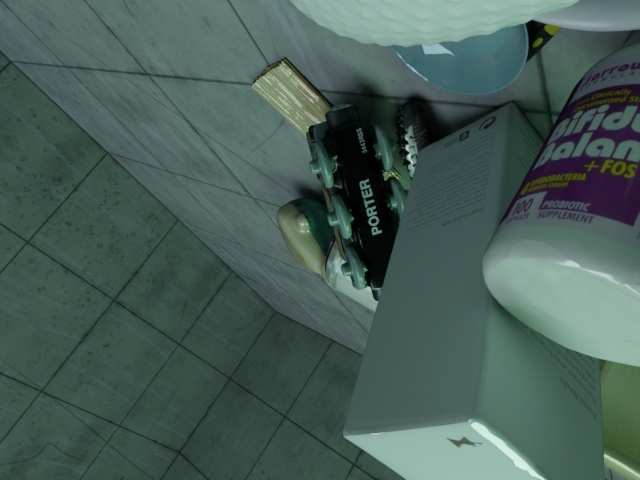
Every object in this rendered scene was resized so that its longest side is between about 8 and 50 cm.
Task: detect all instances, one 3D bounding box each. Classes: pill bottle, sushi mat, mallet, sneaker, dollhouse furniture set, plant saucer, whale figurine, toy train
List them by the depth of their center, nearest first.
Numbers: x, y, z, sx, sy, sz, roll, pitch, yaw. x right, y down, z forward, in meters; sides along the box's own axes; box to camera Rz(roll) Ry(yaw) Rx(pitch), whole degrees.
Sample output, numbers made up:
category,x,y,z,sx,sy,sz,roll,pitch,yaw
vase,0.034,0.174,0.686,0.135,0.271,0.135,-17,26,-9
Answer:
category,x,y,z,sx,sy,sz,roll,pitch,yaw
pill bottle,0.277,-0.060,0.451,0.169,0.301,0.169,30,162,11
mallet,0.250,-0.218,0.543,0.062,0.039,0.189,36,167,6
plant saucer,0.154,-0.253,0.603,0.195,0.037,0.195,34,164,11
sneaker,0.188,-0.122,0.843,0.078,0.106,0.234,-96,-12,-57
toy train,0.068,-0.064,0.893,0.190,0.142,0.334,-127,20,-75
sushi mat,0.007,-0.214,1.017,0.316,0.019,0.151,41,163,-21
dollhouse furniture set,0.570,0.343,1.075,0.362,0.256,0.394,30,162,16
whale figurine,0.000,0.000,1.318,0.272,0.141,0.216,48,163,41

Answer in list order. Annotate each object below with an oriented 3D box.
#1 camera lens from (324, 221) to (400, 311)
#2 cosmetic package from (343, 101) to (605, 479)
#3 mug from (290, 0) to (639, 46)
category,x,y,z,sx,sy,sz,roll,pitch,yaw
camera lens,0.163,0.052,1.100,0.274,0.219,0.219,29,162,17
cosmetic package,0.210,0.070,0.639,0.230,0.453,0.161,43,136,-23
mug,0.125,-0.248,0.333,0.374,0.276,0.328,21,175,-21
